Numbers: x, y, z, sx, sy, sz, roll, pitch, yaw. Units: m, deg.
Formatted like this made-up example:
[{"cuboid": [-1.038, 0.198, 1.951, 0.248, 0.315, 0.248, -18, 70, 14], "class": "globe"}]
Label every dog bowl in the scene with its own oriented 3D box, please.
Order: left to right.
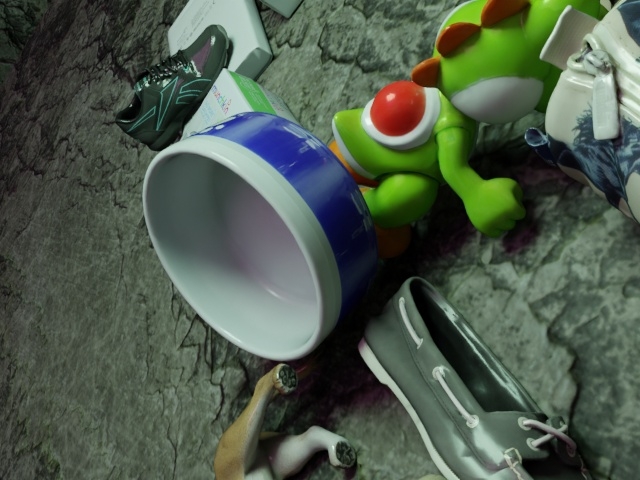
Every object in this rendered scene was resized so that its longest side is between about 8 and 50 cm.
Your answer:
[{"cuboid": [-0.070, -0.003, 0.759, 0.264, 0.265, 0.104, -11, 22, 47], "class": "dog bowl"}]

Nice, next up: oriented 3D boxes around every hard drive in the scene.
[{"cuboid": [-0.207, -0.380, 1.326, 0.233, 0.047, 0.353, -44, 43, 28], "class": "hard drive"}]

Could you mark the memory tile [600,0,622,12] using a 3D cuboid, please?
[{"cuboid": [0.318, -0.272, 0.668, 0.113, 0.012, 0.148, 16, 86, 52], "class": "memory tile"}]

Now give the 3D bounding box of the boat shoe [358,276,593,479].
[{"cuboid": [0.140, 0.140, 0.598, 0.096, 0.112, 0.335, -64, 34, 13], "class": "boat shoe"}]

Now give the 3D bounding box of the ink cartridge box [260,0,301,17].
[{"cuboid": [-0.086, -0.496, 1.172, 0.128, 0.127, 0.176, -47, 42, 23], "class": "ink cartridge box"}]

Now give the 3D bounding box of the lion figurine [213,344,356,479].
[{"cuboid": [-0.076, 0.327, 0.771, 0.240, 0.142, 0.392, -38, 32, 43], "class": "lion figurine"}]

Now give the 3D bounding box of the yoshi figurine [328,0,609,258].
[{"cuboid": [0.160, -0.126, 0.700, 0.203, 0.203, 0.362, -45, 1, -42], "class": "yoshi figurine"}]

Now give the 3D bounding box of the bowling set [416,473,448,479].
[{"cuboid": [0.105, 0.329, 0.468, 0.199, 0.154, 0.287, 11, 113, 35], "class": "bowling set"}]

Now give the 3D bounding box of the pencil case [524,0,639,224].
[{"cuboid": [0.306, -0.013, 0.414, 0.410, 0.183, 0.160, 58, 134, 46], "class": "pencil case"}]

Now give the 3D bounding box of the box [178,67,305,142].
[{"cuboid": [-0.117, -0.084, 1.009, 0.231, 0.126, 0.262, -54, 39, 20], "class": "box"}]

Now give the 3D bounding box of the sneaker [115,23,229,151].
[{"cuboid": [-0.262, -0.277, 1.219, 0.267, 0.106, 0.101, -51, 39, 19], "class": "sneaker"}]
